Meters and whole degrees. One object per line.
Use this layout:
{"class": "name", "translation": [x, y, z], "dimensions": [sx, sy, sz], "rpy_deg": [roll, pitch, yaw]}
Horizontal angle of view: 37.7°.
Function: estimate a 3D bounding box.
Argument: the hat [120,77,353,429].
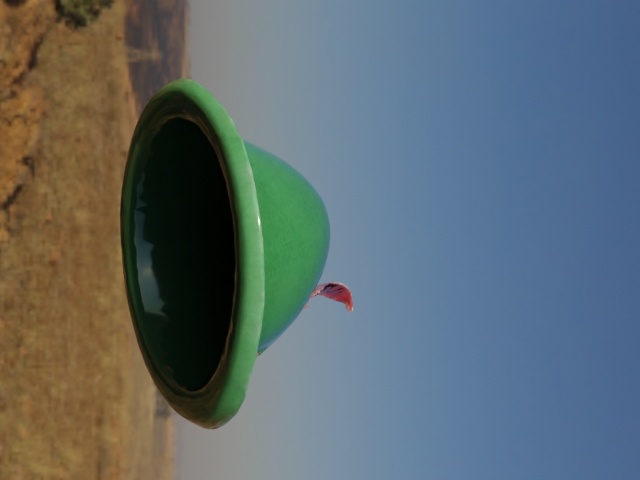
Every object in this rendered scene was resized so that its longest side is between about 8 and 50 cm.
{"class": "hat", "translation": [0.000, 0.000, 0.519], "dimensions": [0.208, 0.184, 0.172], "rpy_deg": [30, -62, 57]}
